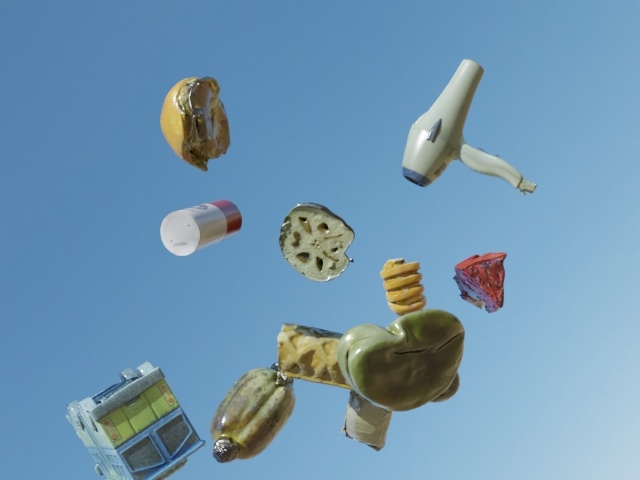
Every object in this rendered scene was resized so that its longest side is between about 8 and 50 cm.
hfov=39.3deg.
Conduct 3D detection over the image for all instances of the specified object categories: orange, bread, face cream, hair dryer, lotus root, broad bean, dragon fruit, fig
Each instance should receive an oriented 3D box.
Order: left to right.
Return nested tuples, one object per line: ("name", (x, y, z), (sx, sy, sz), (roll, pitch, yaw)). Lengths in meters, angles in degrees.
("orange", (-0.228, -0.212, 1.606), (0.160, 0.112, 0.170), (-38, -42, -71))
("face cream", (-0.259, -0.032, 1.985), (0.096, 0.095, 0.214), (-64, -14, 18))
("lotus root", (-0.181, 0.445, 2.282), (0.309, 0.173, 0.173), (-48, -27, -39))
("lotus root", (-0.003, -0.003, 2.267), (0.183, 0.203, 0.078), (-47, 0, 20))
("bread", (0.033, 0.275, 2.069), (0.152, 0.267, 0.130), (70, -147, -75))
("bread", (0.244, 0.134, 2.592), (0.119, 0.177, 0.084), (-15, -2, -2))
("broad bean", (0.128, 0.176, 1.329), (0.206, 0.072, 0.153), (-1, -75, -20))
("fig", (0.232, 0.279, 1.924), (0.117, 0.117, 0.177), (-59, 7, 10))
("hair dryer", (0.342, -0.255, 1.990), (0.119, 0.298, 0.296), (36, -120, -75))
("dragon fruit", (0.343, 0.089, 1.827), (0.092, 0.122, 0.192), (-44, -20, -14))

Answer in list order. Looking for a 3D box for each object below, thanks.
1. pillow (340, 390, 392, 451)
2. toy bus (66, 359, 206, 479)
("pillow", (0.116, 0.445, 2.225), (0.208, 0.119, 0.053), (99, -167, -46))
("toy bus", (-0.348, 0.344, 1.643), (0.152, 0.190, 0.312), (-32, 3, -26))
